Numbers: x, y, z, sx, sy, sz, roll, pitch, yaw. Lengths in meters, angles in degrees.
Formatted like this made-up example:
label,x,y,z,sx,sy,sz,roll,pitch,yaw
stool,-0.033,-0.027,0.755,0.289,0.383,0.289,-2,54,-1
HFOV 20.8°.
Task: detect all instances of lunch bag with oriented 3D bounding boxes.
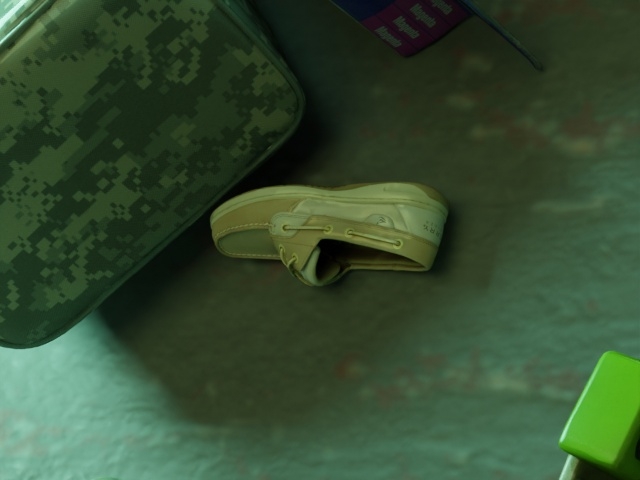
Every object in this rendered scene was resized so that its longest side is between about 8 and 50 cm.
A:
label,x,y,z,sx,sy,sz,roll,pitch,yaw
lunch bag,-0.184,-0.119,1.200,0.305,0.212,0.256,-42,38,10

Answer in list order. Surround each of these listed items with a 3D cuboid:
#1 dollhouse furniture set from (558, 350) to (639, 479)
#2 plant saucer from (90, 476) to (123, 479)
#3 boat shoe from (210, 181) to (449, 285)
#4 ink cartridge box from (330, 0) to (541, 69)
label,x,y,z,sx,sy,sz,roll,pitch,yaw
dollhouse furniture set,0.264,0.186,0.816,0.301,0.197,0.151,19,82,36
plant saucer,-0.119,0.330,0.913,0.100,0.400,0.401,12,78,10
boat shoe,0.000,0.000,1.130,0.170,0.063,0.059,-6,64,29
ink cartridge box,-0.048,-0.234,1.085,0.071,0.324,0.330,-47,55,10
